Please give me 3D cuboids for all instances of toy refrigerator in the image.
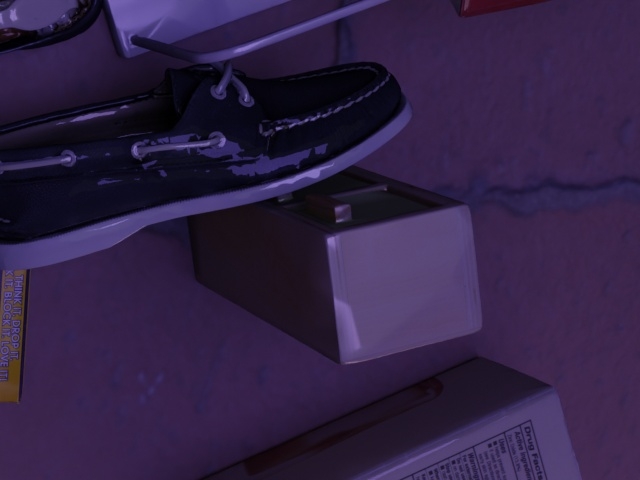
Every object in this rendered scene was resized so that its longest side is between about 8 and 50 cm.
[{"bbox_3d":[0.000,0.000,1.264,0.102,0.269,0.094,-12,105,-20],"label":"toy refrigerator"}]

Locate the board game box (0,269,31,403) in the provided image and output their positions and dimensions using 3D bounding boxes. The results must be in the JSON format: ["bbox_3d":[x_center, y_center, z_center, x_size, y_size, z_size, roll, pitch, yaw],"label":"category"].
[{"bbox_3d":[-0.272,0.025,1.272,0.141,0.048,0.170,2,99,-26],"label":"board game box"}]

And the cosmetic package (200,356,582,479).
[{"bbox_3d":[0.042,0.217,1.403,0.296,0.129,0.153,-21,106,-18],"label":"cosmetic package"}]

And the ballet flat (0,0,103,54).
[{"bbox_3d":[-0.238,-0.148,1.241,0.203,0.074,0.074,-15,106,-20],"label":"ballet flat"}]

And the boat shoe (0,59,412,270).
[{"bbox_3d":[-0.088,-0.070,1.229,0.302,0.114,0.091,-21,113,-10],"label":"boat shoe"}]

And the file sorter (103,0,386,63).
[{"bbox_3d":[-0.063,-0.277,1.237,0.192,0.173,0.278,-22,108,-19],"label":"file sorter"}]

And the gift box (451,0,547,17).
[{"bbox_3d":[0.174,-0.326,1.255,0.276,0.258,0.255,-11,141,-18],"label":"gift box"}]
